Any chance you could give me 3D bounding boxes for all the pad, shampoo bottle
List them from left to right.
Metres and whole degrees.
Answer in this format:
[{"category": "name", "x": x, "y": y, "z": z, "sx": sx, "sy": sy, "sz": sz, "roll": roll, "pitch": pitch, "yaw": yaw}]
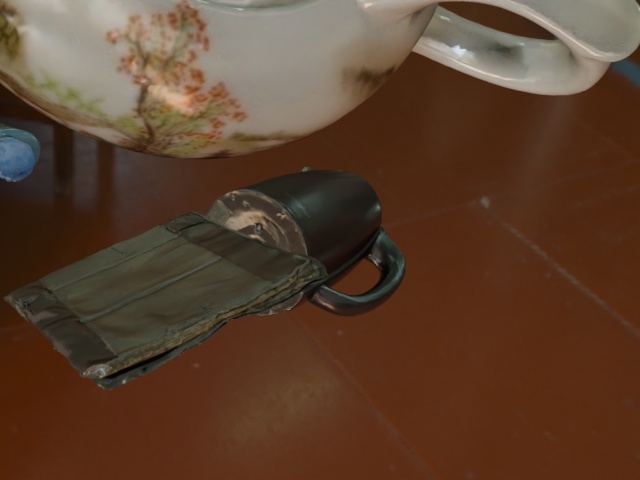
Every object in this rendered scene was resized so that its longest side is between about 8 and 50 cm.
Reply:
[{"category": "shampoo bottle", "x": -0.425, "y": -0.117, "z": 1.327, "sx": 0.103, "sy": 0.061, "sz": 0.258, "roll": -13, "pitch": 17, "yaw": -29}, {"category": "pad", "x": -0.121, "y": 0.033, "z": 0.735, "sx": 0.174, "sy": 0.022, "sz": 0.233, "roll": -27, "pitch": 22, "yaw": -24}]

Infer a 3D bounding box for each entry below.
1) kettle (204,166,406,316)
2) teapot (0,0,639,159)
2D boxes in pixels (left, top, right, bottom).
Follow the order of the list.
[{"category": "kettle", "x": 0.000, "y": 0.000, "z": 1.211, "sx": 0.202, "sy": 0.144, "sz": 0.232, "roll": 43, "pitch": 32, "yaw": 14}, {"category": "teapot", "x": -0.031, "y": -0.128, "z": 0.360, "sx": 0.298, "sy": 0.204, "sz": 0.139, "roll": 21, "pitch": -9, "yaw": -21}]
